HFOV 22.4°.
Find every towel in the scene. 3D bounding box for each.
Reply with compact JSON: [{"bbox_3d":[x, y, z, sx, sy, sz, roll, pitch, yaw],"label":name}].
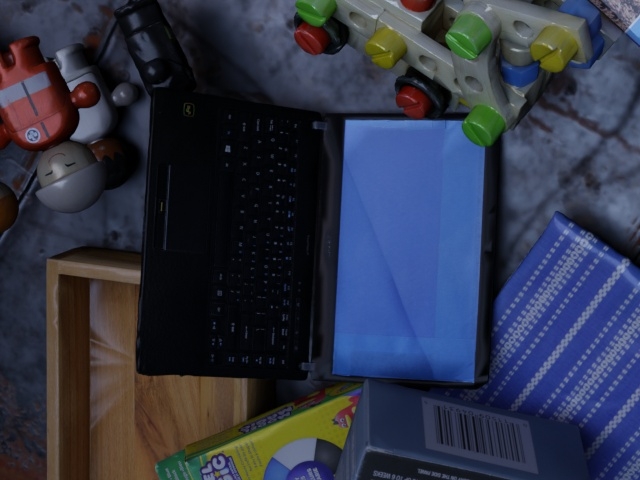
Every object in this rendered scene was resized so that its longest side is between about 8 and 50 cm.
[{"bbox_3d":[0.261,0.167,1.325,0.336,0.040,0.243,39,119,11],"label":"towel"}]

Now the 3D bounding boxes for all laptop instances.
[{"bbox_3d":[0.000,0.000,1.318,0.136,0.264,0.234,-4,82,54],"label":"laptop"}]

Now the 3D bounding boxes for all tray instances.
[{"bbox_3d":[-0.148,0.221,1.499,0.203,0.076,0.411,7,102,21],"label":"tray"}]

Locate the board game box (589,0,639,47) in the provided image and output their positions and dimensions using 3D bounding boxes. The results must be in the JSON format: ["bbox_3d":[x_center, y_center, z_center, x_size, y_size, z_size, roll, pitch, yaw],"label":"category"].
[{"bbox_3d":[0.201,-0.286,1.166,0.291,0.232,0.141,44,112,8],"label":"board game box"}]

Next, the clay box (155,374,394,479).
[{"bbox_3d":[-0.020,0.209,1.400,0.222,0.053,0.127,-23,101,-1],"label":"clay box"}]

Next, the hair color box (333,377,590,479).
[{"bbox_3d":[0.077,0.315,1.346,0.185,0.113,0.374,13,116,-5],"label":"hair color box"}]

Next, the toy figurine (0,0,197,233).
[{"bbox_3d":[-0.212,-0.095,1.378,0.209,0.213,0.148,-21,96,47],"label":"toy figurine"}]

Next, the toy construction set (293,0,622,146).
[{"bbox_3d":[0.076,-0.205,1.255,0.151,0.215,0.327,-36,72,-18],"label":"toy construction set"}]
